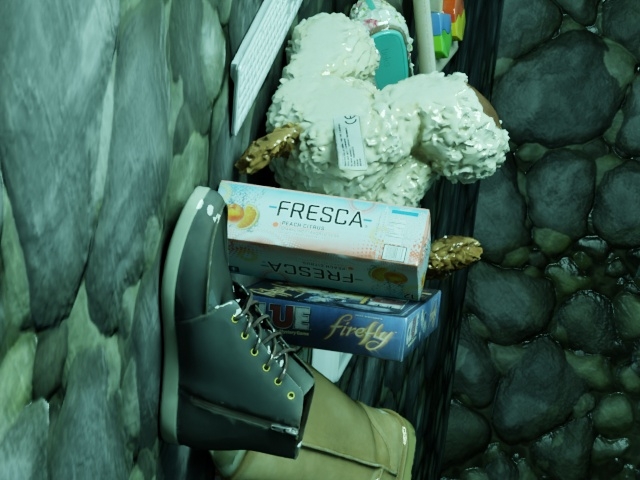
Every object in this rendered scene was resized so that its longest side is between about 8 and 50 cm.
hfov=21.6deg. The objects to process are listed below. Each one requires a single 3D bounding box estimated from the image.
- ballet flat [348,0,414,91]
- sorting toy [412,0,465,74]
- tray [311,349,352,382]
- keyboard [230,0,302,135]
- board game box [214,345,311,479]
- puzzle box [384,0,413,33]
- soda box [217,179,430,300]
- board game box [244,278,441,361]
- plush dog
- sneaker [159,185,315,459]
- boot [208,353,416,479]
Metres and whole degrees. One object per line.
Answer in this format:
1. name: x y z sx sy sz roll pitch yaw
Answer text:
1. ballet flat: 0.068 -0.188 1.928 0.241 0.091 0.077 92 -17 -51
2. sorting toy: 0.138 -0.293 1.949 0.208 0.038 0.193 -61 147 -66
3. tray: 0.033 0.090 2.068 0.270 0.030 0.145 -54 149 -68
4. keyboard: -0.042 -0.192 1.505 0.256 0.014 0.072 -69 163 -50
5. board game box: -0.053 0.169 1.626 0.193 0.045 0.146 -28 125 -76
6. puzzle box: 0.076 -0.423 1.854 0.409 0.052 0.272 58 41 -74
7. soda box: 0.000 0.000 1.407 0.063 0.183 0.058 84 18 -58
8. board game box: 0.020 0.069 1.617 0.243 0.165 0.042 -21 118 -79
9. plush dog: 0.031 -0.051 1.551 0.210 0.262 0.225 -39 138 -23
10. sneaker: -0.059 0.066 1.321 0.083 0.118 0.222 -60 156 -63
11. boot: -0.014 0.230 1.517 0.269 0.089 0.236 32 56 -54
